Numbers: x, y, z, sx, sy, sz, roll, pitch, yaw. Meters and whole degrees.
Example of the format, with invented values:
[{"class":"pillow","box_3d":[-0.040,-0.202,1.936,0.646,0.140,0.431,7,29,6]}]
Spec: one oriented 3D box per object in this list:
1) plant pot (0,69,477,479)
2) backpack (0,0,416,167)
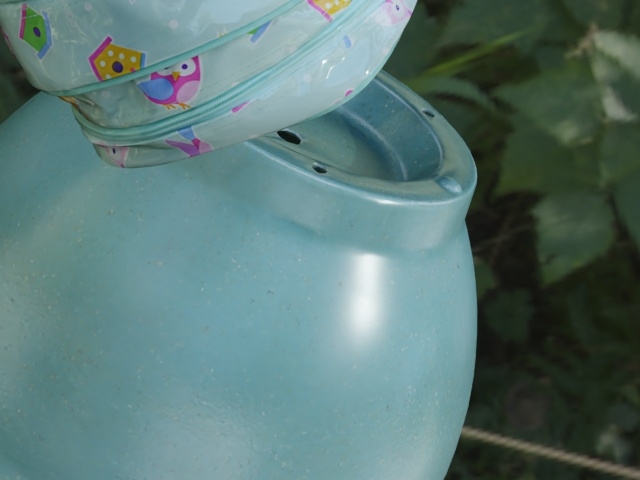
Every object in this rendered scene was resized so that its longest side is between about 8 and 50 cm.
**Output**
[{"class":"plant pot","box_3d":[-0.043,0.011,0.837,0.293,0.196,0.293,22,25,-11]},{"class":"backpack","box_3d":[-0.029,-0.103,0.506,0.115,0.152,0.182,57,24,-19]}]
